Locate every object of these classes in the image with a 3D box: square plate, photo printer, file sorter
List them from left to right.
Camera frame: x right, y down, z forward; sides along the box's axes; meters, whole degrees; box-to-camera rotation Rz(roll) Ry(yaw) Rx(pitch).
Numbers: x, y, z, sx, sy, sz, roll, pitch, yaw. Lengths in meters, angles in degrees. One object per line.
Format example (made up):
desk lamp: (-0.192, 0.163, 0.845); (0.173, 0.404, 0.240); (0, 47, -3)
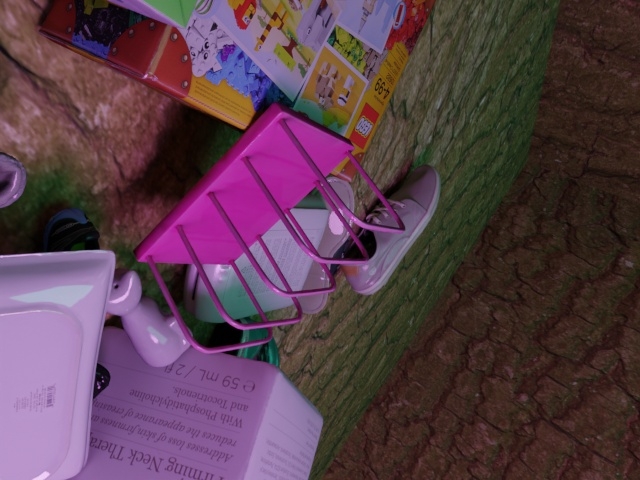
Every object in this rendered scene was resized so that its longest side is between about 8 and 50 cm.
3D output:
square plate: (-0.401, 0.178, 0.559); (0.343, 0.049, 0.348); (-3, 118, -41)
photo printer: (-0.128, 0.026, 1.041); (0.307, 0.107, 0.256); (-5, 119, -59)
file sorter: (-0.061, 0.001, 0.733); (0.290, 0.182, 0.202); (-41, 159, 20)

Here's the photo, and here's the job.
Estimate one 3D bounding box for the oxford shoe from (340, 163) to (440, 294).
oxford shoe: (0.203, -0.055, 1.530); (0.130, 0.169, 0.450); (43, 72, -26)

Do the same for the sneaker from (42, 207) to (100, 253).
sneaker: (-0.334, 0.048, 0.718); (0.067, 0.078, 0.188); (-25, 144, -51)

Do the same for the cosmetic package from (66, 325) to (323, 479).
cosmetic package: (-0.225, 0.401, 0.858); (0.327, 0.329, 0.394); (68, 35, -57)

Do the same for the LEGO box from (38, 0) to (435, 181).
LEGO box: (-0.052, -0.328, 0.738); (0.500, 0.193, 0.373); (12, 105, -63)

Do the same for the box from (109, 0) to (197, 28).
box: (-0.179, -0.352, 0.445); (0.126, 0.231, 0.262); (13, 103, -63)

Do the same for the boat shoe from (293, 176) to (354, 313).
boat shoe: (0.004, 0.001, 1.258); (0.113, 0.127, 0.341); (-75, 173, -68)

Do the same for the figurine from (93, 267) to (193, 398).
figurine: (-0.306, 0.124, 0.721); (0.214, 0.092, 0.210); (-25, 148, -7)

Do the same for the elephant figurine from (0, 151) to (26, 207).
elephant figurine: (-0.369, -0.078, 0.494); (0.240, 0.185, 0.170); (95, -7, -57)

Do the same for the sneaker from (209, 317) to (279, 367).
sneaker: (-0.188, 0.307, 1.199); (0.178, 0.123, 0.296); (16, 100, -54)
